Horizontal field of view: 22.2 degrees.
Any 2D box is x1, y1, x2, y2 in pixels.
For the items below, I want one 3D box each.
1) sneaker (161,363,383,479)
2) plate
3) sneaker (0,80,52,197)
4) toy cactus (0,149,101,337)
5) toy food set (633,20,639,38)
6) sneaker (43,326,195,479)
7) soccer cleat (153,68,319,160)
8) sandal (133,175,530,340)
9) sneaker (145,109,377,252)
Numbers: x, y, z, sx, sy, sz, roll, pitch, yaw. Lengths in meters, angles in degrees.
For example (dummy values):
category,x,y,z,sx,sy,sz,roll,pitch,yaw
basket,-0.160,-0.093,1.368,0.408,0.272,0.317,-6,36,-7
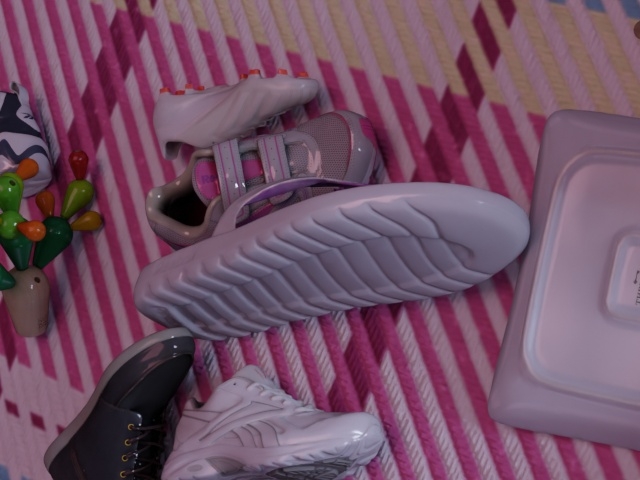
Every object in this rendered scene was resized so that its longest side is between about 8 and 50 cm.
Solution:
category,x,y,z,sx,sy,sz,roll,pitch,yaw
sneaker,-0.048,0.164,1.479,0.232,0.090,0.115,-11,66,30
plate,0.275,0.034,1.311,0.278,0.045,0.277,9,84,33
sneaker,-0.409,-0.102,1.806,0.235,0.094,0.153,-24,62,26
toy cactus,-0.297,0.015,1.668,0.112,0.219,0.180,10,122,21
toy food set,0.309,-0.273,1.412,0.132,0.038,0.192,-22,70,35
sneaker,-0.169,0.190,1.559,0.222,0.083,0.118,-52,58,26
soccer cleat,-0.082,-0.124,1.613,0.196,0.068,0.076,-7,86,34
sandal,-0.009,-0.006,1.450,0.416,0.169,0.102,-15,57,35
sneaker,-0.062,-0.048,1.539,0.252,0.111,0.103,-31,60,23
